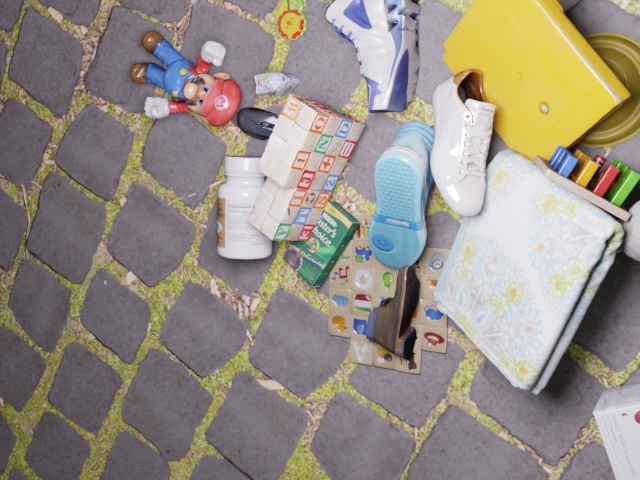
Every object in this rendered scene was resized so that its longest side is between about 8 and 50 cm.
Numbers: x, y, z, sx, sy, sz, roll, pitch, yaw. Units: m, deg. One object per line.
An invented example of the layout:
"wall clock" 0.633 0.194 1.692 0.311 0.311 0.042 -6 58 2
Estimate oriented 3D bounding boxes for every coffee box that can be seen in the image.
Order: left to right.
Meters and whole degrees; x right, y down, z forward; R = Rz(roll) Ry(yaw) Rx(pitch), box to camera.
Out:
"coffee box" 0.000 0.000 1.756 0.113 0.040 0.184 45 114 27

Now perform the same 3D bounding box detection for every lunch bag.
"lunch bag" -0.096 -0.353 1.745 0.083 0.071 0.053 -4 98 26

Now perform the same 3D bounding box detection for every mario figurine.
"mario figurine" -0.321 -0.373 1.794 0.320 0.170 0.198 33 145 27

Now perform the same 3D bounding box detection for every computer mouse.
"computer mouse" -0.093 -0.254 1.776 0.242 0.041 0.071 17 104 23

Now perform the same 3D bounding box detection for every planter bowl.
"planter bowl" 0.514 -0.281 1.441 0.217 0.090 0.217 4 98 26

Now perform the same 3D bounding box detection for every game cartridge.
"game cartridge" 0.383 -0.315 1.440 0.324 0.052 0.285 56 154 9

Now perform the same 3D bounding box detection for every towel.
"towel" 0.379 0.056 1.469 0.320 0.090 0.375 48 128 48

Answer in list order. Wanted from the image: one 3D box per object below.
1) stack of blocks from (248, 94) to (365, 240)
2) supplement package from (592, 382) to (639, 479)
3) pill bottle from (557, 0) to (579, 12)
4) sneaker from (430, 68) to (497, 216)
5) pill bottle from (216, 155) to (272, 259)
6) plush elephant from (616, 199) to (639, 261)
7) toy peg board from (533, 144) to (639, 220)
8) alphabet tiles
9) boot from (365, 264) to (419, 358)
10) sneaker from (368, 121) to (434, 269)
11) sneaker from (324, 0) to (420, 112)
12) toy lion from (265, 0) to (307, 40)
"stack of blocks" -0.045 -0.147 1.661 0.087 0.171 0.297 38 111 33
"supplement package" 0.646 0.368 1.437 0.203 0.149 0.194 -20 88 28
"pill bottle" 0.378 -0.555 1.428 0.161 0.161 0.283 -35 81 26
"sneaker" 0.278 -0.194 1.472 0.123 0.105 0.290 -32 58 57
"pill bottle" -0.173 -0.079 1.790 0.131 0.131 0.230 7 100 26
"plush elephant" 0.635 0.000 1.315 0.255 0.272 0.330 -19 70 -13
"toy peg board" 0.474 -0.122 1.363 0.160 0.161 0.079 29 107 0
"alphabet tiles" 0.149 0.119 1.727 0.285 0.011 0.343 5 100 25
"boot" 0.148 0.146 1.668 0.106 0.082 0.219 15 117 30
"sneaker" 0.191 -0.102 1.614 0.127 0.208 0.319 18 137 15
"sneaker" 0.105 -0.422 1.617 0.182 0.127 0.316 6 93 29
"toy lion" -0.068 -0.503 1.735 0.096 0.034 0.100 31 110 12
